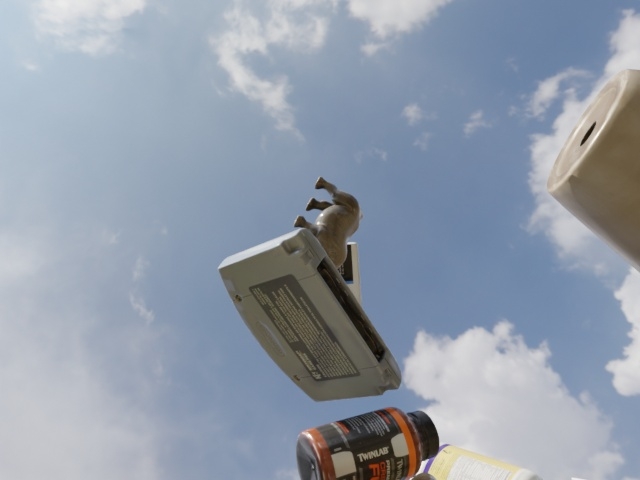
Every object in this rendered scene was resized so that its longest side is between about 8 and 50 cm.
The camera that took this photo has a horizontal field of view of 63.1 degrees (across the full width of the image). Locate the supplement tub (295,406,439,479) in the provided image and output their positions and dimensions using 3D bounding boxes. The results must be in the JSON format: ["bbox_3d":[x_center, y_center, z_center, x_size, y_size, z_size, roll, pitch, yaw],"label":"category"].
[{"bbox_3d":[0.071,0.302,0.747,0.198,0.106,0.106,-7,-70,-24],"label":"supplement tub"}]

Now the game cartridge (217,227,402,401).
[{"bbox_3d":[-0.024,0.130,0.823,0.198,0.062,0.297,-17,-67,41],"label":"game cartridge"}]

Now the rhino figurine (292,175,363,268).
[{"bbox_3d":[0.000,0.000,0.910,0.106,0.243,0.073,24,-34,3],"label":"rhino figurine"}]

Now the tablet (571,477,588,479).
[{"bbox_3d":[0.319,0.272,0.564,0.054,0.083,0.006,22,-109,2],"label":"tablet"}]

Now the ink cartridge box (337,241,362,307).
[{"bbox_3d":[0.048,0.086,1.198,0.065,0.333,0.165,-5,-91,0],"label":"ink cartridge box"}]

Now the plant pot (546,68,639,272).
[{"bbox_3d":[0.488,-0.087,0.706,0.280,0.323,0.323,30,-79,9],"label":"plant pot"}]

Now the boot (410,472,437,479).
[{"bbox_3d":[0.058,0.384,0.577,0.090,0.207,0.248,35,-84,10],"label":"boot"}]

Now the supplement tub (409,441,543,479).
[{"bbox_3d":[0.405,0.653,1.262,0.241,0.331,0.241,-4,-84,-49],"label":"supplement tub"}]
